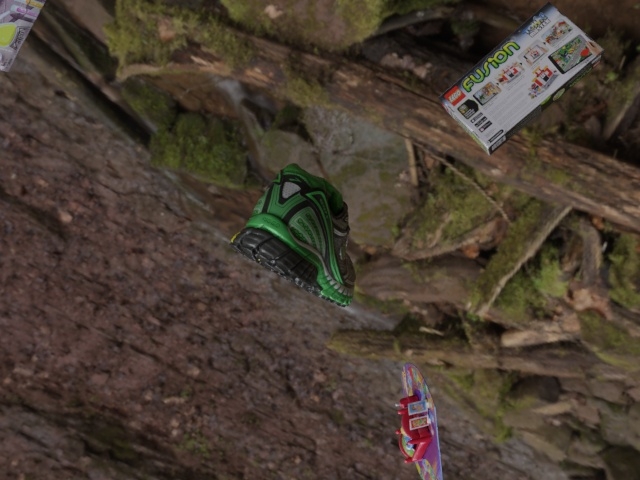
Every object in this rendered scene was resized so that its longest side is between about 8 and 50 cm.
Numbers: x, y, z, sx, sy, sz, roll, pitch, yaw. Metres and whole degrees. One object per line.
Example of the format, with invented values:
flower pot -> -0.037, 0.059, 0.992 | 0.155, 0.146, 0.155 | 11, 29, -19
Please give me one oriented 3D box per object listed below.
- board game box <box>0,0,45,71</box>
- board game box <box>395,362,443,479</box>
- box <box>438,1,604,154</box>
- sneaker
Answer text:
board game box -> -0.288, -0.291, 0.500 | 0.208, 0.056, 0.347 | 8, 139, -45
board game box -> 0.114, 0.243, 0.820 | 0.033, 0.168, 0.133 | -8, -172, -9
box -> 0.289, -0.235, 0.931 | 0.114, 0.207, 0.036 | 53, -172, 20
sneaker -> 0.000, 0.000, 0.900 | 0.134, 0.146, 0.343 | 28, 175, 15
